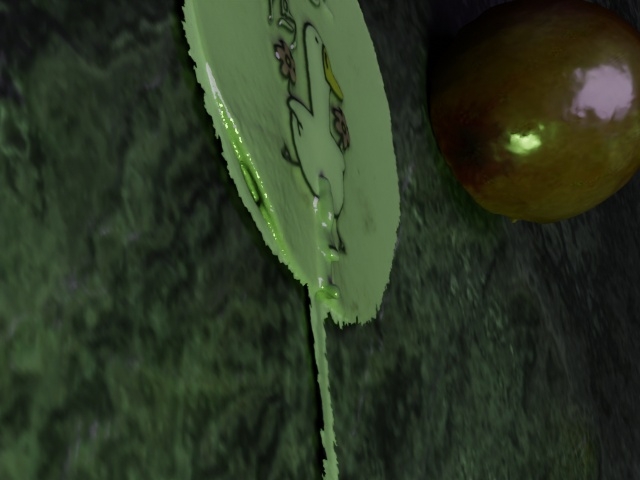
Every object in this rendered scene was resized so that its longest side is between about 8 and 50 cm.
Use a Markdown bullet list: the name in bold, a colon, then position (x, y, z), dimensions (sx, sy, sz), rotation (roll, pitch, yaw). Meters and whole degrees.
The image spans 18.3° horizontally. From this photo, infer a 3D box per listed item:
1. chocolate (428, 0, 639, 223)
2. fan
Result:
- **chocolate**: position (0.115, -0.066, 1.070), dimensions (0.124, 0.127, 0.133), rotation (43, 40, -3)
- **fan**: position (0.001, 0.000, 0.833), dimensions (0.233, 0.012, 0.414), rotation (37, 43, -58)
